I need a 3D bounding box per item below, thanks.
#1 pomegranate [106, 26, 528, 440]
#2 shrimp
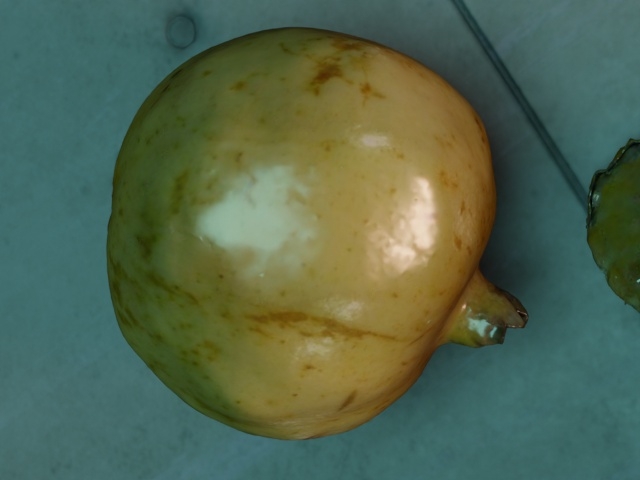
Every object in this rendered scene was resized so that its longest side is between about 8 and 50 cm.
[{"bbox_3d":[0.000,0.000,1.518,0.342,0.342,0.342,2,95,22],"label":"pomegranate"},{"bbox_3d":[0.322,0.011,1.517,0.253,0.058,0.173,34,98,16],"label":"shrimp"}]
